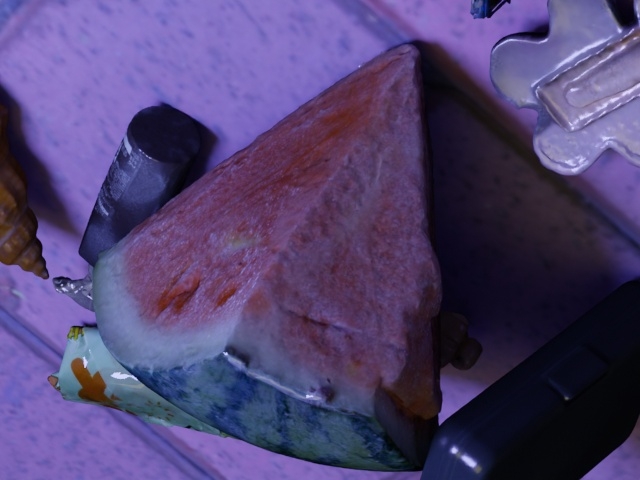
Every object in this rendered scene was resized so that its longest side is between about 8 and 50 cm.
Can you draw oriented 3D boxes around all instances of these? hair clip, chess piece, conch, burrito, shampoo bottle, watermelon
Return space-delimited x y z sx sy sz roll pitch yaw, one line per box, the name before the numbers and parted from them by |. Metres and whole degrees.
hair clip | 0.220 -0.120 1.249 0.146 0.075 0.257 47 139 -15
chess piece | 0.043 0.048 1.491 0.172 0.060 0.060 31 136 -3
conch | -0.315 -0.093 1.509 0.109 0.093 0.330 -22 116 46
burrito | -0.092 0.114 1.620 0.288 0.054 0.104 13 132 17
shampoo bottle | -0.150 -0.016 1.524 0.063 0.057 0.207 28 135 -1
watermelon | -0.037 0.023 1.362 0.250 0.283 0.292 -5 90 -2

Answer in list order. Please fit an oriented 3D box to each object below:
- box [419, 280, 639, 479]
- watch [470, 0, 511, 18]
box | 0.154 0.135 1.398 0.050 0.230 0.160 39 141 25
watch | -0.007 -0.279 1.223 0.276 0.068 0.274 13 138 15
